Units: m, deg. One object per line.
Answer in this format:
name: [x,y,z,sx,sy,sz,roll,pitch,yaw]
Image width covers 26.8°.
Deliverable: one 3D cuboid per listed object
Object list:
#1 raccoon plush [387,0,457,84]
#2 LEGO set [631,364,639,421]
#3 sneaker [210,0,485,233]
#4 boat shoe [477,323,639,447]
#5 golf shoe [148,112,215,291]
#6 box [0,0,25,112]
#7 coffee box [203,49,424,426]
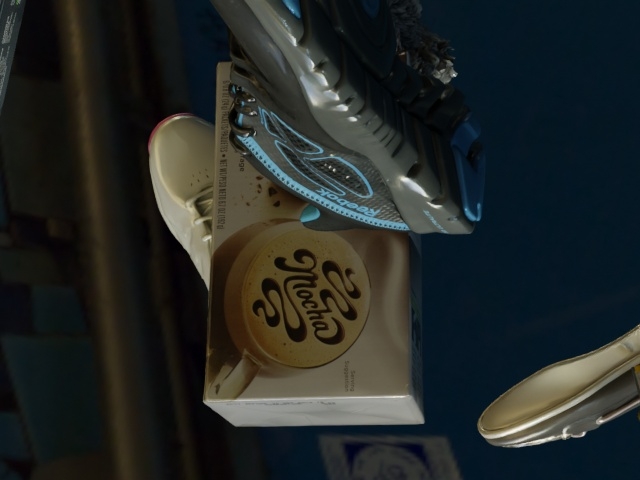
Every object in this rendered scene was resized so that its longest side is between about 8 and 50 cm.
raccoon plush: [-0.010,-0.193,1.456,0.216,0.446,0.299,-33,-151,20]
LEGO set: [0.392,0.185,1.086,0.192,0.331,0.255,-20,-125,18]
sneaker: [-0.012,-0.093,0.829,0.140,0.341,0.125,-8,-124,24]
boat shoe: [0.351,0.174,1.587,0.335,0.095,0.112,-30,-162,5]
golf shoe: [-0.066,0.011,1.259,0.306,0.115,0.140,60,-6,2]
box: [-0.277,-0.184,0.927,0.059,0.183,0.232,25,-66,18]
coffee box: [0.000,0.000,1.130,0.119,0.168,0.297,62,28,-69]
